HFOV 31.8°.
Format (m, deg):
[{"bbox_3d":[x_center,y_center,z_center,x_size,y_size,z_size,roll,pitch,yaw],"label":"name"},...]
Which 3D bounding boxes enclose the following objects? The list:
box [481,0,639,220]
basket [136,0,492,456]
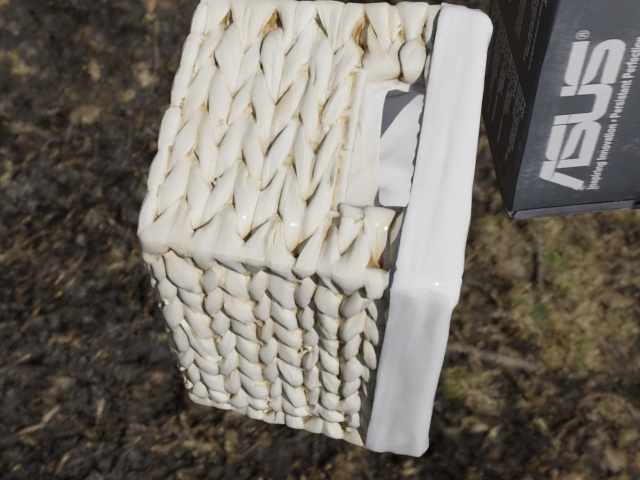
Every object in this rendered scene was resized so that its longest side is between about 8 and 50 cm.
[{"bbox_3d":[0.235,-0.167,0.396,0.318,0.395,0.097,-4,56,-3],"label":"box"},{"bbox_3d":[0.000,0.000,0.420,0.103,0.167,0.113,8,62,5],"label":"basket"}]
